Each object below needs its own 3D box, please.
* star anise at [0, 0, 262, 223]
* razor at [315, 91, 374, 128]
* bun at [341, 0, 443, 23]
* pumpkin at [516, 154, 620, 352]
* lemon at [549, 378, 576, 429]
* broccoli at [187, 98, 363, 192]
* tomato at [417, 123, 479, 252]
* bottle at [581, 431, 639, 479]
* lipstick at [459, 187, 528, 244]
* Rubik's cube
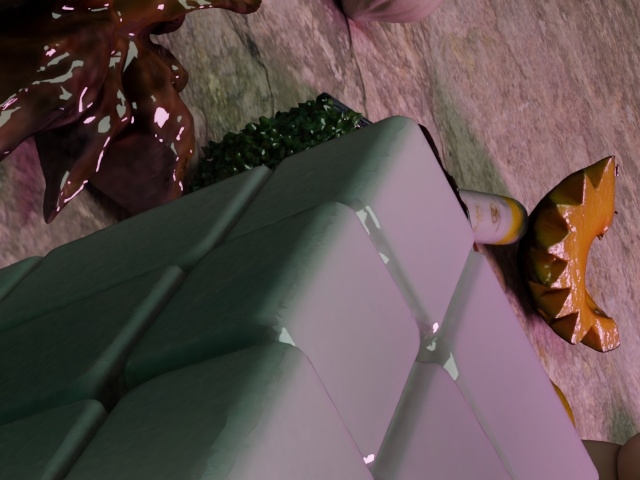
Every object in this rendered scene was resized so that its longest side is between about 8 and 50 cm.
[{"bbox_3d":[-0.141,-0.147,0.906,0.349,0.109,0.292,26,73,-57],"label":"star anise"},{"bbox_3d":[0.055,-0.105,1.353,0.190,0.033,0.066,30,46,-51],"label":"razor"},{"bbox_3d":[0.058,-0.271,1.416,0.138,0.094,0.138,38,6,-5],"label":"bun"},{"bbox_3d":[0.271,0.016,1.616,0.130,0.149,0.254,-22,120,-26],"label":"pumpkin"},{"bbox_3d":[0.114,0.168,1.102,0.256,0.188,0.188,14,60,-60],"label":"lemon"},{"bbox_3d":[0.000,0.000,1.062,0.219,0.194,0.194,32,25,11],"label":"broccoli"},{"bbox_3d":[0.079,0.014,1.222,0.228,0.112,0.199,-110,-177,-56],"label":"tomato"},{"bbox_3d":[0.280,0.251,1.297,0.147,0.236,0.148,42,36,-42],"label":"bottle"},{"bbox_3d":[0.154,-0.027,1.454,0.264,0.059,0.059,3,69,-62],"label":"lipstick"},{"bbox_3d":[-0.057,0.180,0.628,0.319,0.321,0.316,61,26,-19],"label":"Rubik's cube"}]
